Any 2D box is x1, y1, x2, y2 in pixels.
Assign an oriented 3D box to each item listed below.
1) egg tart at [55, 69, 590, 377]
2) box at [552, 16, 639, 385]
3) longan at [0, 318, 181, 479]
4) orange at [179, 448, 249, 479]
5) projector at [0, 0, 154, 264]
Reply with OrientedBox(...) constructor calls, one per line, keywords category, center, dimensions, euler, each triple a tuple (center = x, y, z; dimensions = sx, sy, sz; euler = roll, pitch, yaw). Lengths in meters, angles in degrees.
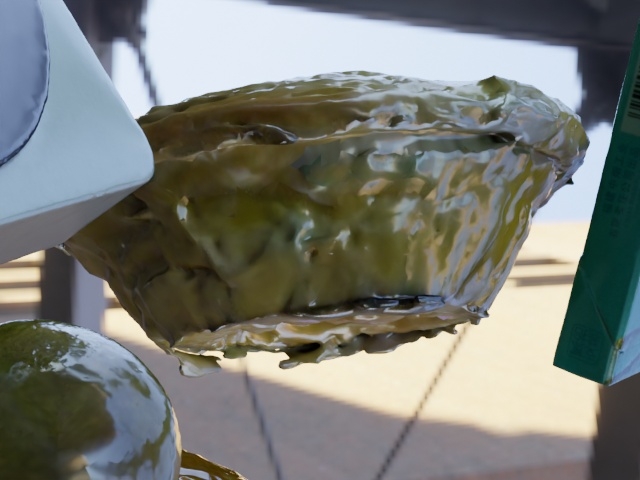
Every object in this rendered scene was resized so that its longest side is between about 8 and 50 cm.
OrientedBox(category="egg tart", center=(0.000, 0.000, 0.951), dimensions=(0.315, 0.315, 0.120), euler=(-22, -108, 55))
OrientedBox(category="box", center=(0.201, -0.041, 0.996), dimensions=(0.042, 0.161, 0.226), euler=(20, -74, 29))
OrientedBox(category="longan", center=(-0.079, 0.059, 0.484), dimensions=(0.083, 0.075, 0.075), euler=(-15, -102, 27))
OrientedBox(category="orange", center=(-0.121, 0.242, 0.642), dimensions=(0.322, 0.357, 0.322), euler=(46, -23, 26))
OrientedBox(category="projector", center=(-0.186, -0.096, 0.528), dimensions=(0.079, 0.259, 0.257), euler=(-34, -93, 21))
